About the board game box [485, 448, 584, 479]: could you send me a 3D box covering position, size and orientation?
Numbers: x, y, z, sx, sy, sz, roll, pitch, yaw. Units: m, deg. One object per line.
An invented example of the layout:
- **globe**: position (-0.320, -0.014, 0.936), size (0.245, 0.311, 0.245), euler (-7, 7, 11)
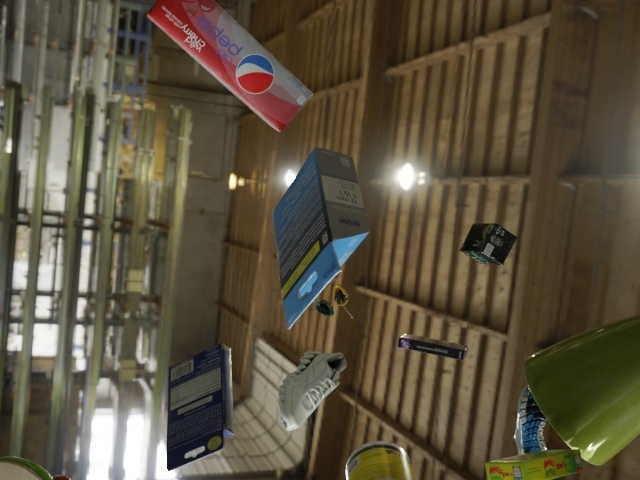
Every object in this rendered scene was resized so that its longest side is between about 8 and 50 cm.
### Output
- **board game box**: position (0.421, 0.444, 1.366), size (0.092, 0.181, 0.043), euler (-23, -111, 51)

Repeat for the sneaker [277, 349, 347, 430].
- **sneaker**: position (-0.020, 0.378, 1.810), size (0.292, 0.118, 0.110), euler (-54, 129, -56)

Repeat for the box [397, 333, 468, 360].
- **box**: position (0.280, 0.262, 1.720), size (0.116, 0.162, 0.029), euler (9, 89, -74)

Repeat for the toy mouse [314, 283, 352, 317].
- **toy mouse**: position (0.014, 0.152, 1.945), size (0.143, 0.031, 0.161), euler (-19, -90, 35)

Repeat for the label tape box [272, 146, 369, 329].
- **label tape box**: position (0.000, 0.000, 1.590), size (0.249, 0.115, 0.348), euler (-53, -143, 42)

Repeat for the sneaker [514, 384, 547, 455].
- **sneaker**: position (0.461, 0.412, 1.557), size (0.083, 0.071, 0.191), euler (176, -82, -80)

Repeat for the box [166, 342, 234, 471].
- **box**: position (-0.229, 0.317, 1.319), size (0.136, 0.036, 0.225), euler (-26, -136, 18)

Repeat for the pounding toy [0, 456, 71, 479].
- **pounding toy**: position (-0.540, 0.472, 1.257), size (0.237, 0.183, 0.110), euler (-44, 179, 17)

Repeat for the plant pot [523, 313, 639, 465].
- **plant pot**: position (0.649, 0.292, 1.512), size (0.293, 0.274, 0.275), euler (-42, -138, 25)

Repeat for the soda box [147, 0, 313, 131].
- **soda box**: position (-0.139, -0.286, 1.074), size (0.083, 0.263, 0.092), euler (-49, -159, 3)

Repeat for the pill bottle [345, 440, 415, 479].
- **pill bottle**: position (0.169, 0.695, 1.816), size (0.334, 0.187, 0.188), euler (-96, -162, -69)

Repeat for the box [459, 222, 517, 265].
- **box**: position (0.305, 0.006, 1.272), size (0.062, 0.052, 0.083), euler (-61, -165, -7)
